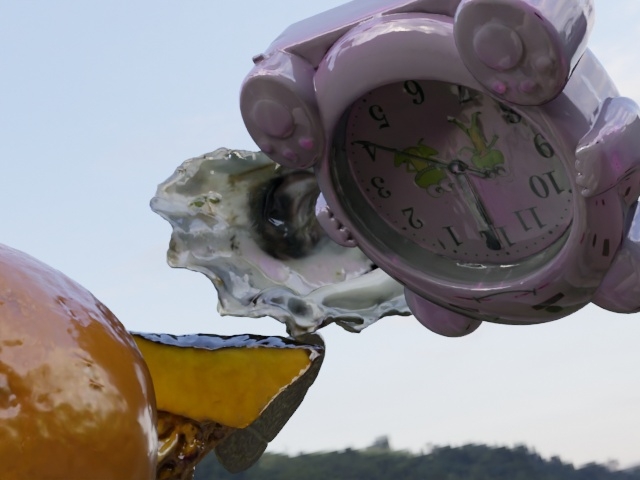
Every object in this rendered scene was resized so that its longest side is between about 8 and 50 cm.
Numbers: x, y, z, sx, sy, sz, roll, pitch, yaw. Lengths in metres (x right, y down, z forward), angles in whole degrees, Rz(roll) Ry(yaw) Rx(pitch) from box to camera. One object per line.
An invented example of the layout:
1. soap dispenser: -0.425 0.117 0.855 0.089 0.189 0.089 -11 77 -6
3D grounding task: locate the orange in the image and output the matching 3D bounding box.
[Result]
1. orange: -0.224 0.126 0.652 0.261 0.261 0.261 -12 -17 -4

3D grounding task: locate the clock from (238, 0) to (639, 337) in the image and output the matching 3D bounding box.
1. clock: 0.122 -0.061 0.909 0.295 0.113 0.322 -12 -58 38

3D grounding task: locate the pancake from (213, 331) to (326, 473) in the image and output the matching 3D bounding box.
1. pancake: -0.071 0.232 1.629 0.250 0.031 0.250 -45 -27 -30

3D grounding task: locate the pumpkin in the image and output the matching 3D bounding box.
1. pumpkin: -0.146 0.121 0.881 0.278 0.163 0.111 -44 1 5

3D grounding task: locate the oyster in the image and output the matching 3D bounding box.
1. oyster: -0.001 0.001 1.213 0.351 0.238 0.115 -4 -23 -30
